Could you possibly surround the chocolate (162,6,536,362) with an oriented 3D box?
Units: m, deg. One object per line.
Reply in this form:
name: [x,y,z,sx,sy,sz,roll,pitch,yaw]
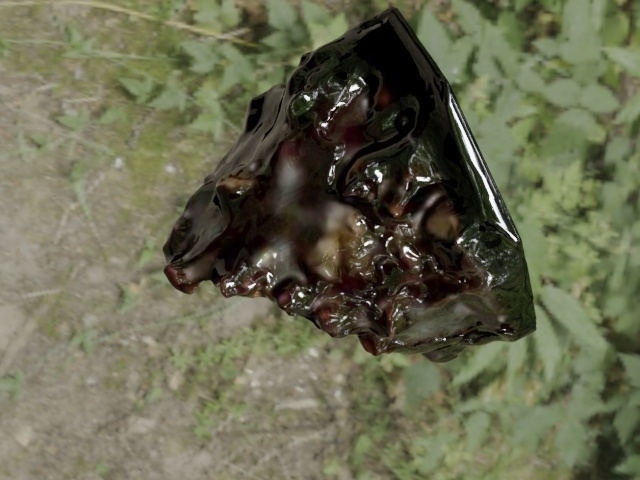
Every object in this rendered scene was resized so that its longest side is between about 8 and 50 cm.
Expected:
chocolate: [0.000,0.000,0.739,0.177,0.224,0.206,-26,97,-2]
